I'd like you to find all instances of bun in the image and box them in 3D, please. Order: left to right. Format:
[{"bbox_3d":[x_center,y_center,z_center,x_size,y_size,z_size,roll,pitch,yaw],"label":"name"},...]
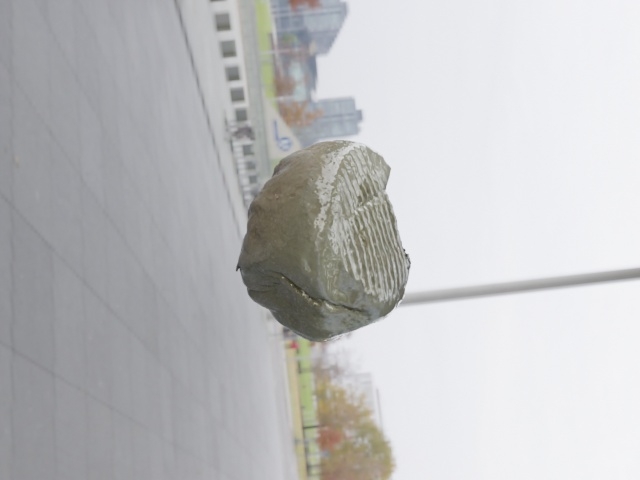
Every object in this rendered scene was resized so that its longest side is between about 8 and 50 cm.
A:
[{"bbox_3d":[-0.007,0.006,1.298,0.281,0.205,0.281,29,53,-50],"label":"bun"}]
